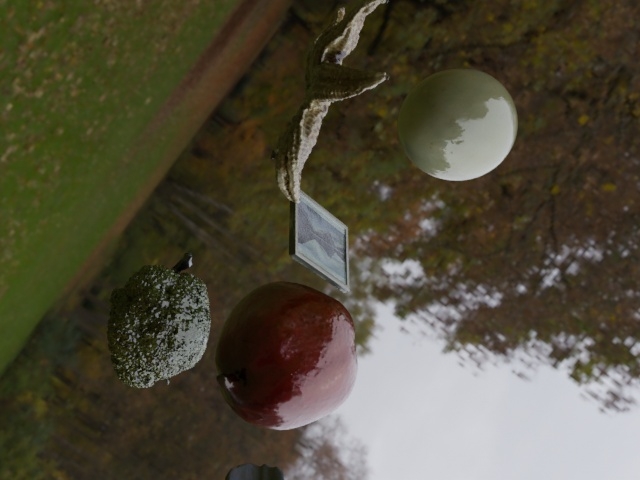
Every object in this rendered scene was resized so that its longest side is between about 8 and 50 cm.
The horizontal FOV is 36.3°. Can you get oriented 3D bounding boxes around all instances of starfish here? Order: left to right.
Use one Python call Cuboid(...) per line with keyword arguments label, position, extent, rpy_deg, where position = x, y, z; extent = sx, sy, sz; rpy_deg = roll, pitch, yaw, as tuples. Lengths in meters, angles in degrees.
Cuboid(label="starfish", position=(0.005, -0.161, 1.035), extent=(0.277, 0.062, 0.236), rpy_deg=(143, -34, -69))

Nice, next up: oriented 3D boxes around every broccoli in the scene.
Cuboid(label="broccoli", position=(-0.175, 0.088, 1.041), extent=(0.120, 0.131, 0.130), rpy_deg=(9, -146, 45))

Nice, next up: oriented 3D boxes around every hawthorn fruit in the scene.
Cuboid(label="hawthorn fruit", position=(-0.064, 0.235, 1.918), extent=(0.295, 0.295, 0.311), rpy_deg=(-46, -164, 39))

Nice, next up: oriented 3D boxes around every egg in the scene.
Cuboid(label="egg", position=(0.225, -0.193, 1.630), extent=(0.188, 0.189, 0.253), rpy_deg=(-48, 159, 29))

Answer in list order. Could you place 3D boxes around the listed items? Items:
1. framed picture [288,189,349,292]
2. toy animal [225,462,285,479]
Cuboid(label="framed picture", position=(0.000, 0.000, 1.902), extent=(0.015, 0.203, 0.150), rpy_deg=(-16, -122, 28))
Cuboid(label="toy animal", position=(-0.057, 0.336, 0.702), extent=(0.206, 0.081, 0.367), rpy_deg=(132, -33, -66))
